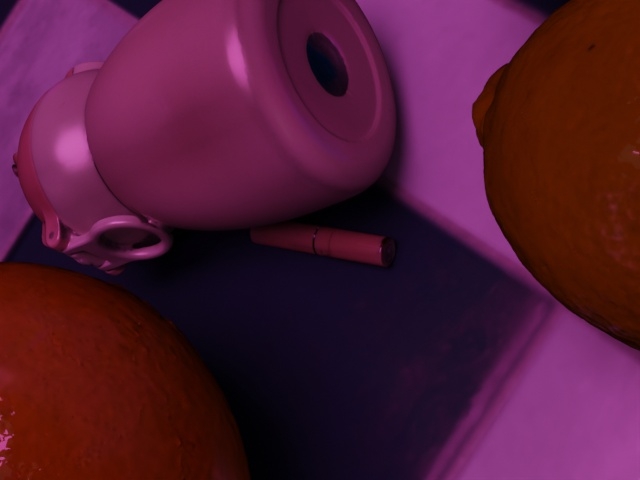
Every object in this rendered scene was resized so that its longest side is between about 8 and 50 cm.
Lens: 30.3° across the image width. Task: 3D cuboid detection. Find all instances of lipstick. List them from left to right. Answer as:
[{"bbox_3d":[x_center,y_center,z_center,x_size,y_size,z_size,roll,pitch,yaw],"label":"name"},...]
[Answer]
[{"bbox_3d":[0.000,0.000,0.705,0.094,0.019,0.019,10,80,33],"label":"lipstick"}]

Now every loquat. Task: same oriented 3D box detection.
[{"bbox_3d":[-0.166,0.143,0.622,0.263,0.263,0.263,-9,70,28],"label":"loquat"}]

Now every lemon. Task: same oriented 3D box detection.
[{"bbox_3d":[0.170,-0.035,0.522,0.248,0.184,0.184,16,84,34],"label":"lemon"}]

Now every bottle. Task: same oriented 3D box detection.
[{"bbox_3d":[-0.086,-0.065,0.709,0.237,0.148,0.147,-19,66,34],"label":"bottle"}]
